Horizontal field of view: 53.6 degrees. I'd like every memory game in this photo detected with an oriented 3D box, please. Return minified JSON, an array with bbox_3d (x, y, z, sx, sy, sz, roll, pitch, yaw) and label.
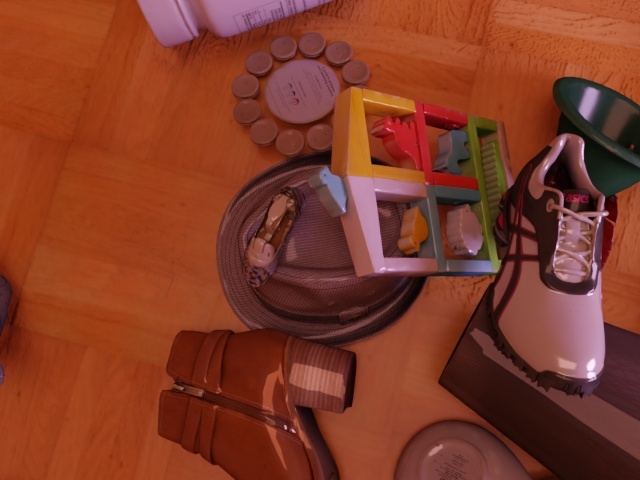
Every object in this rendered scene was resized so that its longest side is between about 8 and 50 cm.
[{"bbox_3d":[-0.024,-0.189,0.809,0.186,0.012,0.186,-2,67,5],"label":"memory game"}]

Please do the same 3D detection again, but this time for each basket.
[{"bbox_3d":[0.254,0.154,0.671,0.226,0.154,0.204,27,61,14],"label":"basket"}]

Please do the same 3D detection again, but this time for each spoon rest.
[{"bbox_3d":[0.198,0.284,0.652,0.276,0.084,0.137,21,65,40],"label":"spoon rest"}]

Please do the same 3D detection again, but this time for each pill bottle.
[{"bbox_3d":[-0.088,-0.350,0.785,0.283,0.160,0.160,-19,79,1],"label":"pill bottle"}]

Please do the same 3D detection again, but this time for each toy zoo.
[{"bbox_3d":[0.112,-0.056,0.685,0.293,0.030,0.192,3,76,-37],"label":"toy zoo"}]

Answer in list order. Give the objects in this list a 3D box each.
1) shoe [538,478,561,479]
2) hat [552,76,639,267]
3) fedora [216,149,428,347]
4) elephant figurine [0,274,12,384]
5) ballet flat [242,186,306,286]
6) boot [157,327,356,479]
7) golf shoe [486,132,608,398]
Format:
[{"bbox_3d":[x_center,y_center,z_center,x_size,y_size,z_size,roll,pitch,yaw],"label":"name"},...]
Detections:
[{"bbox_3d":[0.202,0.327,0.695,0.219,0.058,0.077,-23,53,-3],"label":"shoe"},{"bbox_3d":[0.307,-0.067,0.767,0.173,0.184,0.208,26,39,-2],"label":"hat"},{"bbox_3d":[0.000,0.000,0.732,0.275,0.124,0.244,-7,79,4],"label":"fedora"},{"bbox_3d":[-0.506,0.110,0.760,0.239,0.186,0.169,-29,122,10],"label":"elephant figurine"},{"bbox_3d":[-0.054,-0.006,0.658,0.041,0.041,0.114,27,88,9],"label":"ballet flat"},{"bbox_3d":[-0.087,0.237,0.702,0.220,0.109,0.284,6,82,14],"label":"boot"},{"bbox_3d":[0.226,0.014,0.618,0.105,0.120,0.273,8,50,-1],"label":"golf shoe"}]
